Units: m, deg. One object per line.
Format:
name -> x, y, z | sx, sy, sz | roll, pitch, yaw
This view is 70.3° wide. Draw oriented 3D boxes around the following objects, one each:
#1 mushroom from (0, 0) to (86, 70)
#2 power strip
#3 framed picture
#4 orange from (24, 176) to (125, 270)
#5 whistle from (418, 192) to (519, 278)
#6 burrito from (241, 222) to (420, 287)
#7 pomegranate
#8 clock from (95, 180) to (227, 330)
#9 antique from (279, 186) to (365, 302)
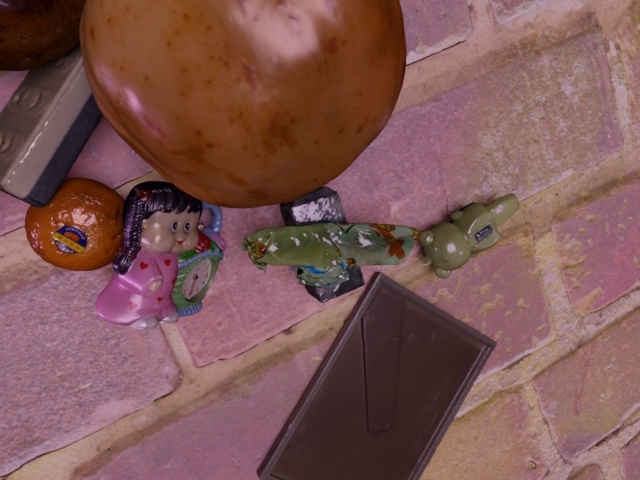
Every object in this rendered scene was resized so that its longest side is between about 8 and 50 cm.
mushroom -> -0.379, -0.348, 0.486 | 0.267, 0.267, 0.254 | -30, 66, -11
power strip -> -0.347, -0.175, 0.596 | 0.256, 0.105, 0.070 | -65, 152, -14
framed picture -> 0.124, 0.323, 0.896 | 0.326, 0.028, 0.445 | 32, 88, -20
orange -> -0.336, -0.023, 0.645 | 0.136, 0.117, 0.135 | -2, 112, -5
whistle -> 0.282, -0.019, 0.863 | 0.228, 0.085, 0.105 | -34, 108, -9
burrito -> 0.022, 0.024, 0.711 | 0.288, 0.054, 0.104 | 0, 100, -20
pomegranate -> -0.100, -0.245, 0.558 | 0.411, 0.410, 0.409 | -3, 99, -18
clock -> -0.217, 0.014, 0.658 | 0.100, 0.194, 0.195 | 22, 101, 20
antique -> 0.000, 0.000, 0.772 | 0.086, 0.088, 0.182 | -21, 105, -15
